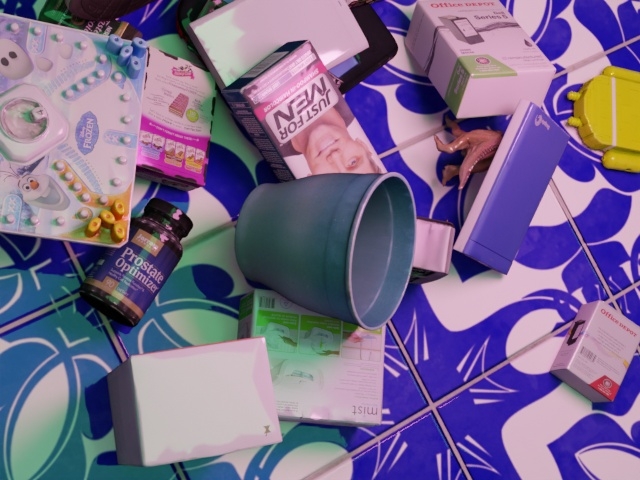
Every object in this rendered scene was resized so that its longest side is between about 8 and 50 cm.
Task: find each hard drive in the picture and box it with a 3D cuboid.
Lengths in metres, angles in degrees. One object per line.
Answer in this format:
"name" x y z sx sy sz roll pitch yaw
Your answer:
"hard drive" -0.079 -0.396 1.829 0.308 0.040 0.203 -33 98 -19
"hard drive" 0.389 -0.100 1.888 0.210 0.040 0.318 23 92 -54

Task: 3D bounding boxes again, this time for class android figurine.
"android figurine" 0.683 -0.280 2.135 0.273 0.056 0.248 6 76 -18

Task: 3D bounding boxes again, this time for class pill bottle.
"pill bottle" -0.326 0.036 1.690 0.123 0.123 0.219 34 70 -9

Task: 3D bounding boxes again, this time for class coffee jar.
"coffee jar" -0.435 -0.394 1.773 0.184 0.079 0.096 27 71 -12

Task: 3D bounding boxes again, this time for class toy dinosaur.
"toy dinosaur" 0.348 -0.190 1.917 0.200 0.295 0.127 -4 107 19

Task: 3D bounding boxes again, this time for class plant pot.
"plant pot" 0.000 0.000 1.646 0.255 0.271 0.271 10 70 27

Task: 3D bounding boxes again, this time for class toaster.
"toaster" 0.166 0.013 1.839 0.186 0.168 0.110 11 77 -15

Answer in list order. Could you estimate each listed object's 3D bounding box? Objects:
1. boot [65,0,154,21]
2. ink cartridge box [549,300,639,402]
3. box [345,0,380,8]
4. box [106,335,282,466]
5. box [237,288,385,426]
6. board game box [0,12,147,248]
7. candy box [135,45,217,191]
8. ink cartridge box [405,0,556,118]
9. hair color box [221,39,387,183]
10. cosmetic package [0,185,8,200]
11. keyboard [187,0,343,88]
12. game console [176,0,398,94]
"boot" -0.404 -0.575 1.751 0.284 0.138 0.377 50 44 1
"ink cartridge box" 0.583 0.234 1.976 0.127 0.072 0.175 35 70 -8
"box" 0.088 -0.552 1.963 0.207 0.036 0.114 -29 88 -47
"box" -0.222 0.273 1.552 0.215 0.345 0.168 -6 80 -20
"box" -0.020 0.224 1.748 0.262 0.127 0.231 7 76 -17
"board game box" -0.497 -0.203 1.576 0.390 0.050 0.389 9 72 -20
"candy box" -0.286 -0.226 1.765 0.159 0.071 0.233 17 72 -37
"ink cartridge box" 0.323 -0.383 1.938 0.198 0.114 0.272 -8 48 -20
"hair color box" -0.016 -0.188 1.788 0.174 0.105 0.347 -40 113 -17
"cosmetic package" -0.681 -0.130 1.594 0.129 0.153 0.296 -43 92 -23
"keyboard" -0.095 -0.381 1.859 0.317 0.033 0.201 32 77 -16
"game console" -0.067 -0.427 1.916 0.386 0.060 0.342 -39 92 -21
